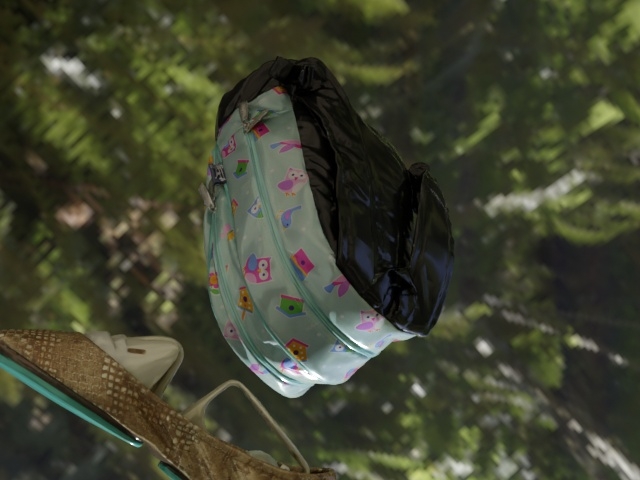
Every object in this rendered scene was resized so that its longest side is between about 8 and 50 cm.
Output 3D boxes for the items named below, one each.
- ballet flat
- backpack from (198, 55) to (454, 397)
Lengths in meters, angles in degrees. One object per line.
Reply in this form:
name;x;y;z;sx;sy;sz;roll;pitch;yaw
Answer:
ballet flat;-0.078;0.092;0.999;0.067;0.206;0.073;-55;-169;-7
backpack;0.000;0.000;1.084;0.115;0.152;0.182;-37;-143;25
